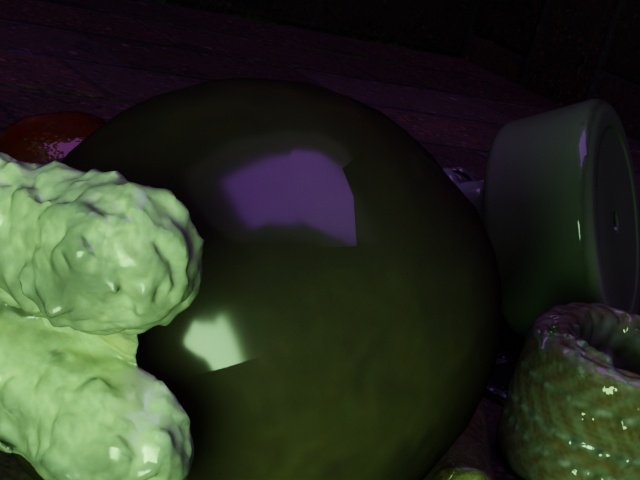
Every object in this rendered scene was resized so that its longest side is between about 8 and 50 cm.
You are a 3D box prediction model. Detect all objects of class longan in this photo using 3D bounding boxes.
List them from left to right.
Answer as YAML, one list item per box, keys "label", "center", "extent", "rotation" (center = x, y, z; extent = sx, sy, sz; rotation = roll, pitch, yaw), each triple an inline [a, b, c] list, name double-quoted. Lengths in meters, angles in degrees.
- label: "longan"
  center: [-0.056, 0.052, 1.065]
  extent: [0.404, 0.336, 0.404]
  rotation: [-20, 6, 2]

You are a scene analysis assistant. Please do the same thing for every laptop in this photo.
- label: "laptop"
  center: [0.161, 0.127, 1.590]
  extent: [0.180, 0.016, 0.129]
  rotation: [25, 17, 32]

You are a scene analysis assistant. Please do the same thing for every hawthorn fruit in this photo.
- label: "hawthorn fruit"
  center: [-0.272, -0.049, 1.493]
  extent: [0.172, 0.173, 0.173]
  rotation: [15, 16, -4]

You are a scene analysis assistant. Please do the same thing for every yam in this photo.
- label: "yam"
  center: [0.119, 0.175, 1.297]
  extent: [0.066, 0.066, 0.300]
  rotation: [16, 14, 0]

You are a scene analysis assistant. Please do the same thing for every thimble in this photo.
- label: "thimble"
  center: [0.276, 0.154, 1.372]
  extent: [0.196, 0.148, 0.229]
  rotation: [23, 19, 22]

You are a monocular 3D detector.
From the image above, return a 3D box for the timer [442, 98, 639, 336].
- label: "timer"
  center: [0.204, -0.014, 1.759]
  extent: [0.315, 0.291, 0.291]
  rotation: [-3, 8, 23]

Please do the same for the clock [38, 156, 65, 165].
- label: "clock"
  center: [-0.253, 0.012, 1.319]
  extent: [0.063, 0.150, 0.197]
  rotation: [17, 15, 15]

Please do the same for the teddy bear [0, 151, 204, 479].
- label: "teddy bear"
  center: [-0.309, 0.089, 0.730]
  extent: [0.375, 0.327, 0.362]
  rotation: [19, 33, 24]
